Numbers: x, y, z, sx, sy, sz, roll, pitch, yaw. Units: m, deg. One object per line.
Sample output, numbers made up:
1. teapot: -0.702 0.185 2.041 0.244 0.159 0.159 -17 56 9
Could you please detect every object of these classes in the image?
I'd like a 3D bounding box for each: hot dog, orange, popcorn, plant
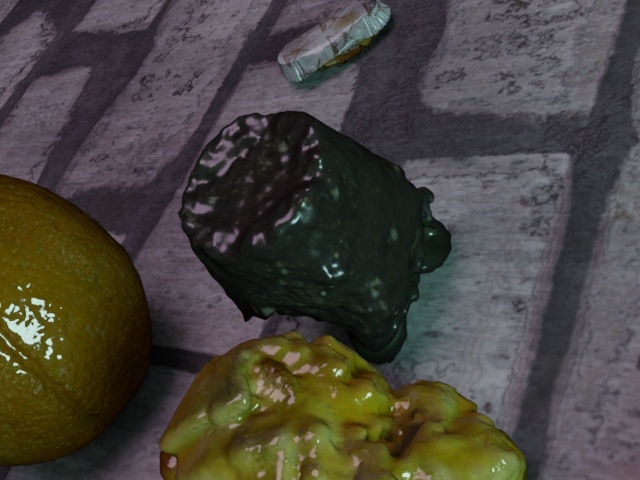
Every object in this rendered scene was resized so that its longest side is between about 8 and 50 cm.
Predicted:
1. hot dog: 0.022 -0.306 1.275 0.192 0.053 0.099 -33 42 3
2. orange: -0.378 0.090 0.980 0.322 0.357 0.322 -29 29 18
3. popcorn: 0.005 0.205 0.709 0.332 0.225 0.265 -4 46 19
4. plant: 0.000 0.000 0.853 0.188 0.276 0.198 -6 60 38
